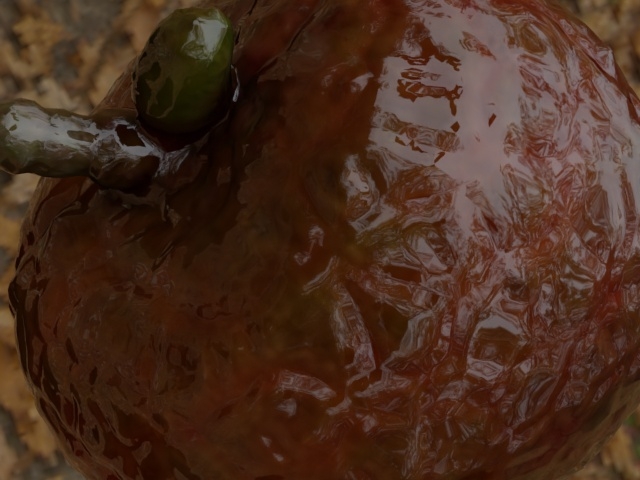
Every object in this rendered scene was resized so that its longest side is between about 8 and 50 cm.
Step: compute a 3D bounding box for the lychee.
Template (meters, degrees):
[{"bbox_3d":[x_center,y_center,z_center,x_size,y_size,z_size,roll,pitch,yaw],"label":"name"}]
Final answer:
[{"bbox_3d":[0.000,0.000,0.634,0.300,0.255,0.255,41,42,-27],"label":"lychee"}]
